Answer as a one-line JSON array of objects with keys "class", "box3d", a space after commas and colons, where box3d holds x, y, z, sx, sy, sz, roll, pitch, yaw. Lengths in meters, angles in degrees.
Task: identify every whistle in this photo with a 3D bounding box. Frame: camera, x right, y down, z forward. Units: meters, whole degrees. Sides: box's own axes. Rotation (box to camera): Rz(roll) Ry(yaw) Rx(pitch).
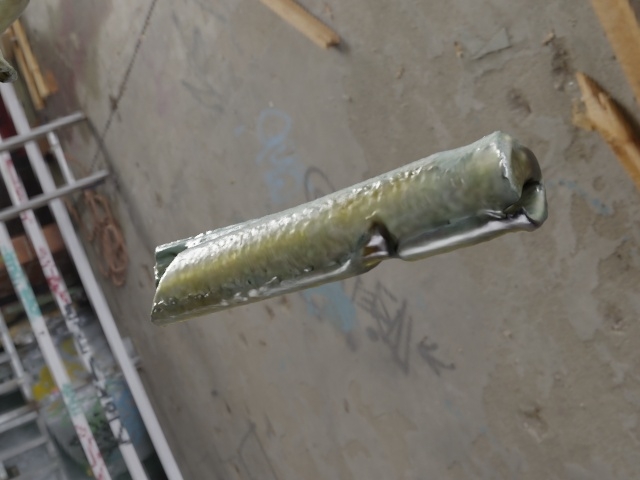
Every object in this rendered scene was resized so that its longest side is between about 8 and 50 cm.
[{"class": "whistle", "box3d": [0.001, 0.000, 0.646, 0.326, 0.057, 0.068, -16, 70, 31]}]

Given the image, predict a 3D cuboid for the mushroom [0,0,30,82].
[{"class": "mushroom", "box3d": [-0.339, -0.189, 0.622, 0.260, 0.352, 0.352, 57, 152, -5]}]
